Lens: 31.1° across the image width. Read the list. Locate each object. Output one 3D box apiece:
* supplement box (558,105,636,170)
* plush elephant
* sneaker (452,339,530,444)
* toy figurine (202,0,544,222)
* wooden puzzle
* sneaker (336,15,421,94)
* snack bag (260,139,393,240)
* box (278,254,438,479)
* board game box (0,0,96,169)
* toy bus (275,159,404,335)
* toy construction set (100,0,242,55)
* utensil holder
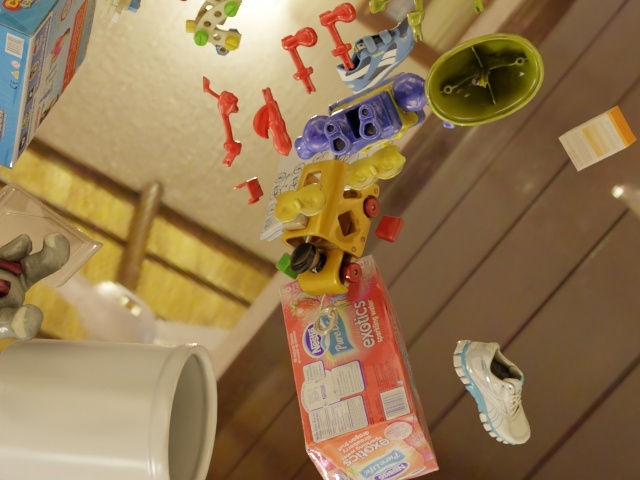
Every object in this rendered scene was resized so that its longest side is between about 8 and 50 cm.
[{"bbox_3d":[0.428,-0.157,1.773,0.036,0.098,0.062,-34,-85,-49],"label":"supplement box"},{"bbox_3d":[-0.700,0.054,2.259,0.255,0.330,0.272,52,-144,-32],"label":"plush elephant"},{"bbox_3d":[0.271,0.226,1.696,0.190,0.083,0.071,57,-134,-20],"label":"sneaker"},{"bbox_3d":[0.069,-0.178,1.326,0.191,0.362,0.217,63,-164,-4],"label":"toy figurine"},{"bbox_3d":[-0.609,-0.011,2.462,0.239,0.221,0.044,34,-134,-18],"label":"wooden puzzle"},{"bbox_3d":[0.083,-0.270,1.634,0.059,0.144,0.053,38,-166,-25],"label":"sneaker"},{"bbox_3d":[0.027,-0.173,2.356,0.037,0.342,0.323,44,-144,-25],"label":"snack bag"},{"bbox_3d":[0.048,0.187,1.604,0.300,0.154,0.142,-103,-8,-46],"label":"box"},{"bbox_3d":[-0.454,-0.324,1.843,0.086,0.308,0.302,23,-131,-3],"label":"board game box"},{"bbox_3d":[-0.001,-0.010,1.555,0.104,0.191,0.202,33,-163,-36],"label":"toy bus"},{"bbox_3d":[-0.299,-0.517,2.417,0.328,0.215,0.151,11,-139,-27],"label":"toy construction set"},{"bbox_3d":[-0.436,0.360,2.307,0.385,0.327,0.327,2,-168,12],"label":"utensil holder"}]
